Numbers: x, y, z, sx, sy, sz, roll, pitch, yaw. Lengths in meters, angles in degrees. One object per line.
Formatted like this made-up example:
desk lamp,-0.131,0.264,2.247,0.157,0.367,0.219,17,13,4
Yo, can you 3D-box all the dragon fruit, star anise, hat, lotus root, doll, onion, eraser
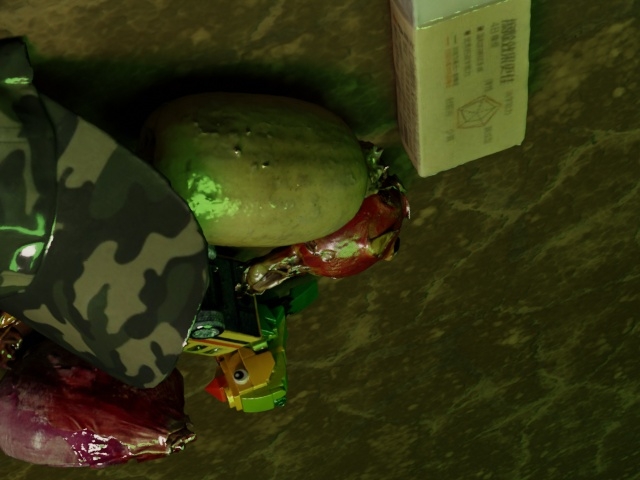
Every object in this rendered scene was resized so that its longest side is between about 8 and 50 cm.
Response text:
dragon fruit,0.000,0.000,1.893,0.246,0.125,0.125,-28,-169,0
star anise,-0.409,0.107,1.864,0.158,0.144,0.141,-19,103,-23
hat,-0.325,0.017,1.562,0.257,0.381,0.366,-26,153,-46
lotus root,-0.054,-0.077,1.720,0.342,0.169,0.151,1,-179,-34
doll,-0.081,0.134,2.011,0.134,0.186,0.106,5,147,5
onion,-0.266,0.182,1.885,0.227,0.283,0.120,-42,131,-42
eraser,0.157,-0.214,1.749,0.144,0.078,0.343,-20,147,-8

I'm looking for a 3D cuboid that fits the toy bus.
toy bus,-0.219,0.058,1.849,0.123,0.121,0.335,-26,153,37
